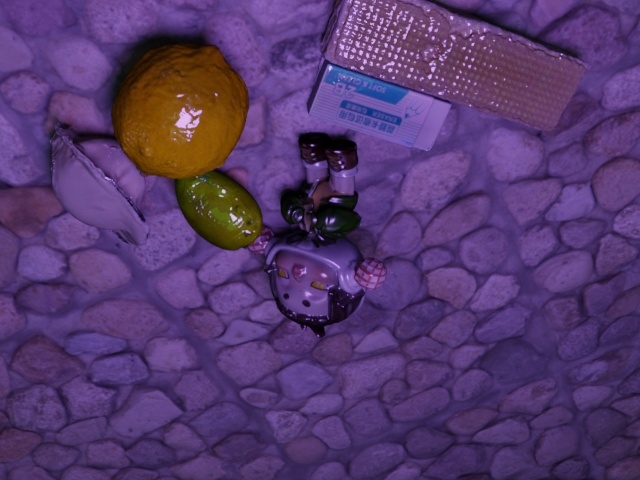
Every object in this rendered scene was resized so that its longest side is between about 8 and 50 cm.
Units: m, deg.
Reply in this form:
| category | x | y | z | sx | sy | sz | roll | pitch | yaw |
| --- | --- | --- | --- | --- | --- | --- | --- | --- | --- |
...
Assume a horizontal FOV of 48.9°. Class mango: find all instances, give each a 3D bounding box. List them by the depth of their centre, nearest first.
| category | x | y | z | sx | sy | sz | roll | pitch | yaw |
| --- | --- | --- | --- | --- | --- | --- | --- | --- | --- |
| mango | -0.175 | -0.060 | 1.212 | 0.119 | 0.100 | 0.178 | -35 | 109 | 23 |

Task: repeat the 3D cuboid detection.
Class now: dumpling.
| category | x | y | z | sx | sy | sz | roll | pitch | yaw |
| --- | --- | --- | --- | --- | --- | --- | --- | --- | --- |
| dumpling | -0.342 | -0.083 | 1.137 | 0.142 | 0.172 | 0.247 | -41 | 132 | -18 |

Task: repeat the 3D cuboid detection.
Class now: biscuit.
| category | x | y | z | sx | sy | sz | roll | pitch | yaw |
| --- | --- | --- | --- | --- | --- | --- | --- | --- | --- |
| biscuit | 0.217 | -0.297 | 1.127 | 0.426 | 0.078 | 0.144 | 13 | 119 | -17 |

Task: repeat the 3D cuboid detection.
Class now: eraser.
| category | x | y | z | sx | sy | sz | roll | pitch | yaw |
| --- | --- | --- | --- | --- | --- | --- | --- | --- | --- |
| eraser | 0.096 | -0.226 | 1.172 | 0.225 | 0.052 | 0.095 | 14 | 119 | -17 |

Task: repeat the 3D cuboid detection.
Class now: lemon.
| category | x | y | z | sx | sy | sz | roll | pitch | yaw |
| --- | --- | --- | --- | --- | --- | --- | --- | --- | --- |
| lemon | -0.210 | -0.192 | 1.063 | 0.192 | 0.192 | 0.231 | 27 | 110 | -24 |

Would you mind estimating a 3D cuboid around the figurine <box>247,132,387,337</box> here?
| category | x | y | z | sx | sy | sz | roll | pitch | yaw |
| --- | --- | --- | --- | --- | --- | --- | --- | --- | --- |
| figurine | 0.000 | 0.000 | 1.249 | 0.281 | 0.167 | 0.370 | 16 | 117 | 26 |
